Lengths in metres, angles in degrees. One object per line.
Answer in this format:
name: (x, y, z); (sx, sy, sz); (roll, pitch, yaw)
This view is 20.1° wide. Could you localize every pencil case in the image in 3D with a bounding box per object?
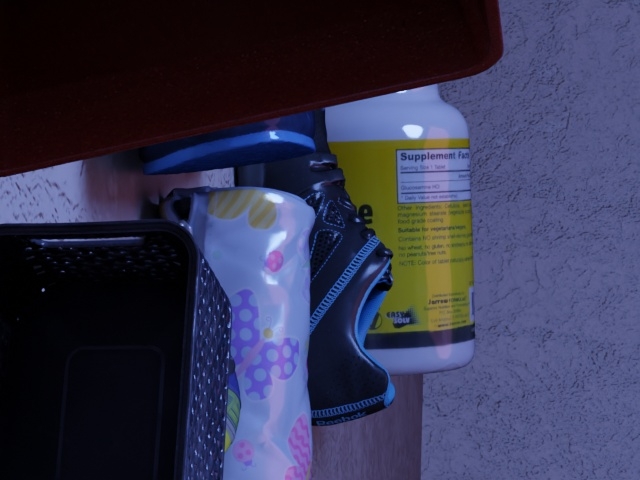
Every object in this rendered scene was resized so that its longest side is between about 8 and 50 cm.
pencil case: (-0.061, 0.096, 1.266); (0.124, 0.113, 0.273); (22, 66, -71)

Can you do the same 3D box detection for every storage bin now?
storage bin: (-0.114, 0.089, 0.885); (0.084, 0.122, 0.180); (68, 22, -66)

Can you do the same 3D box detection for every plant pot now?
plant pot: (-0.079, -0.216, 0.809); (0.267, 0.267, 0.236); (73, 6, -62)

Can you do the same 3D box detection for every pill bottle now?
pill bottle: (0.059, -0.036, 1.828); (0.188, 0.187, 0.334); (-15, 104, -81)

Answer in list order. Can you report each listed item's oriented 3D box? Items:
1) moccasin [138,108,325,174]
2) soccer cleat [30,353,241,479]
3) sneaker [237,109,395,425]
moccasin: (-0.075, -0.109, 1.249); (0.342, 0.137, 0.117); (-140, -137, -83)
soccer cleat: (-0.103, 0.134, 1.063); (0.289, 0.093, 0.121); (-49, 143, -77)
sneaker: (0.000, 0.000, 1.593); (0.125, 0.139, 0.341); (54, 34, -72)
